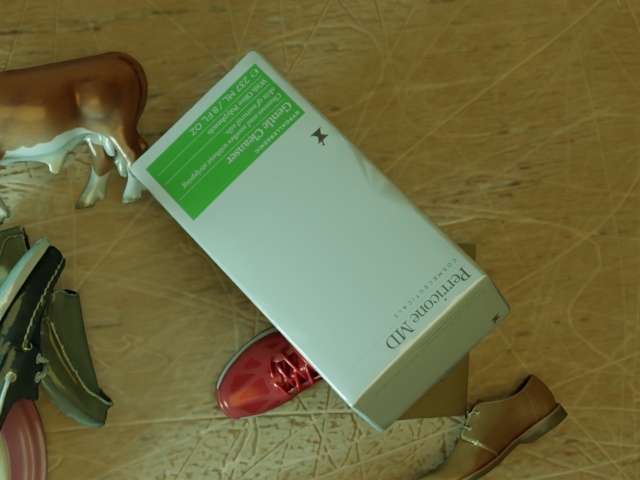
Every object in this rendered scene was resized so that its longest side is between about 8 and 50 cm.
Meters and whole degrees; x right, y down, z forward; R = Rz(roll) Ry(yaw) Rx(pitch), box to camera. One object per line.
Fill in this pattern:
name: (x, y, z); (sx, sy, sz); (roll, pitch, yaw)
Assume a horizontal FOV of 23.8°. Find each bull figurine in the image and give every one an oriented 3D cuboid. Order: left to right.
bull figurine: (-0.334, -0.114, 1.644); (0.310, 0.101, 0.188); (-11, 95, -9)

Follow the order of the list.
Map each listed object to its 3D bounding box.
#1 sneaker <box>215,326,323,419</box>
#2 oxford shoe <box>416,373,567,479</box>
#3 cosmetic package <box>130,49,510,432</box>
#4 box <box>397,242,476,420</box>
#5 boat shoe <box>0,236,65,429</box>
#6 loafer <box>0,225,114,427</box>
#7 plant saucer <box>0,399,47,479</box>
sneaker: (-0.014, 0.126, 1.686); (0.221, 0.128, 0.087); (-35, 95, -11)
oxford shoe: (0.183, 0.230, 1.757); (0.212, 0.076, 0.076); (-33, 90, -21)
cosmetic package: (0.000, 0.000, 1.592); (0.197, 0.155, 0.365); (-45, 66, -2)
box: (0.124, 0.101, 1.716); (0.164, 0.021, 0.201); (5, 88, -56)
boat shoe: (-0.331, 0.142, 1.557); (0.091, 0.114, 0.302); (30, 92, -10)
loafer: (-0.294, 0.091, 1.649); (0.087, 0.094, 0.251); (-34, 95, -5)
plant saucer: (-0.459, 0.247, 1.621); (0.332, 0.084, 0.332); (0, 88, -11)
